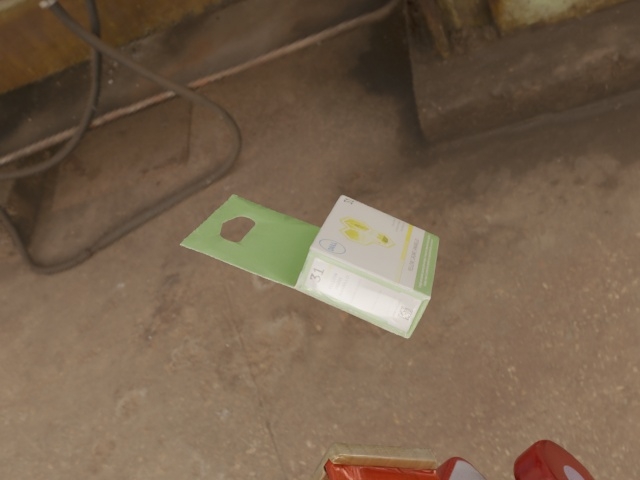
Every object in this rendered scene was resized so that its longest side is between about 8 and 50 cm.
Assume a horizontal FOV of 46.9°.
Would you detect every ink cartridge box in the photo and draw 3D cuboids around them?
[{"bbox_3d":[0.000,0.000,0.754,0.235,0.056,0.171,24,23,3],"label":"ink cartridge box"}]

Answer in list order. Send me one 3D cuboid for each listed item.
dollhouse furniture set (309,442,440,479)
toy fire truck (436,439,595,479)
[{"bbox_3d":[0.037,0.245,0.350,0.135,0.262,0.259,-63,30,31],"label":"dollhouse furniture set"},{"bbox_3d":[0.199,0.330,0.620,0.302,0.254,0.169,45,109,7],"label":"toy fire truck"}]
